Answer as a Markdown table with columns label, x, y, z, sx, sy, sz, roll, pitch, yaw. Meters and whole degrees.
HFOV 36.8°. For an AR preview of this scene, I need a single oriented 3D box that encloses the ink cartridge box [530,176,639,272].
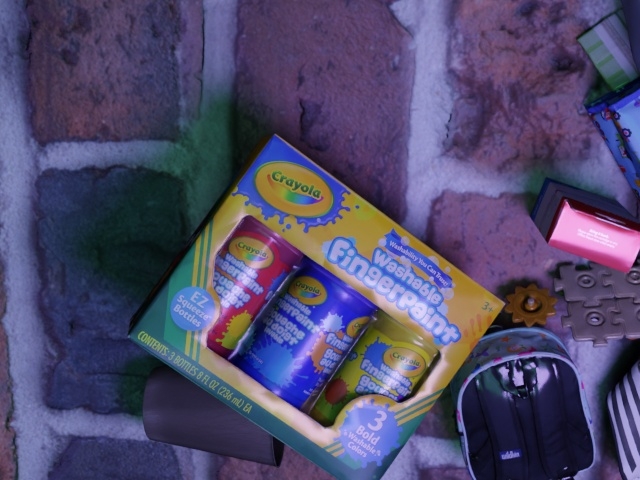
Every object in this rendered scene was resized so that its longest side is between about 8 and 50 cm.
| label | x | y | z | sx | sy | sz | roll | pitch | yaw |
| --- | --- | --- | --- | --- | --- | --- | --- | --- | --- |
| ink cartridge box | 0.415 | -0.023 | 1.491 | 0.134 | 0.231 | 0.078 | 19 | 105 | -1 |

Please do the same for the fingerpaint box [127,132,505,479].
| label | x | y | z | sx | sy | sz | roll | pitch | yaw |
| --- | --- | --- | --- | --- | --- | --- | --- | --- | --- |
| fingerpaint box | -0.009 | 0.112 | 1.488 | 0.445 | 0.163 | 0.371 | 37 | 88 | -10 |

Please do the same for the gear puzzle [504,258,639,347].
| label | x | y | z | sx | sy | sz | roll | pitch | yaw |
| --- | --- | --- | --- | --- | --- | --- | --- | --- | --- |
| gear puzzle | 0.471 | 0.110 | 1.567 | 0.339 | 0.175 | 0.044 | -5 | 137 | 6 |

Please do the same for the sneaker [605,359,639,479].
| label | x | y | z | sx | sy | sz | roll | pitch | yaw |
| --- | --- | --- | --- | --- | --- | --- | --- | --- | --- |
| sneaker | 0.671 | 0.363 | 1.612 | 0.447 | 0.169 | 0.257 | 41 | 127 | -1 |

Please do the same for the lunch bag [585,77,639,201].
| label | x | y | z | sx | sy | sz | roll | pitch | yaw |
| --- | --- | --- | --- | --- | --- | --- | --- | --- | --- |
| lunch bag | 0.608 | -0.193 | 1.497 | 0.293 | 0.138 | 0.221 | -32 | 98 | 2 |

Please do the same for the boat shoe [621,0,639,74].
| label | x | y | z | sx | sy | sz | roll | pitch | yaw |
| --- | --- | --- | --- | --- | --- | --- | --- | --- | --- |
| boat shoe | 0.520 | -0.363 | 1.390 | 0.157 | 0.136 | 0.367 | -10 | 66 | 6 |

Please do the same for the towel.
| label | x | y | z | sx | sy | sz | roll | pitch | yaw |
| --- | --- | --- | --- | --- | --- | --- | --- | --- | --- |
| towel | 0.494 | -0.314 | 1.500 | 0.152 | 0.023 | 0.113 | -32 | 69 | 14 |

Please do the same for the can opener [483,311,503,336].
| label | x | y | z | sx | sy | sz | roll | pitch | yaw |
| --- | --- | --- | --- | --- | --- | --- | --- | --- | --- |
| can opener | 0.172 | 0.160 | 1.654 | 0.284 | 0.076 | 0.095 | -11 | 71 | 8 |

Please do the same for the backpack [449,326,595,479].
| label | x | y | z | sx | sy | sz | roll | pitch | yaw |
| --- | --- | --- | --- | --- | --- | --- | --- | --- | --- |
| backpack | 0.325 | 0.265 | 1.589 | 0.225 | 0.191 | 0.253 | -15 | 119 | 5 |

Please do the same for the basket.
| label | x | y | z | sx | sy | sz | roll | pitch | yaw |
| --- | --- | --- | --- | --- | --- | --- | --- | --- | --- |
| basket | -0.180 | 0.285 | 1.663 | 0.227 | 0.154 | 0.204 | 2 | 100 | 8 |
